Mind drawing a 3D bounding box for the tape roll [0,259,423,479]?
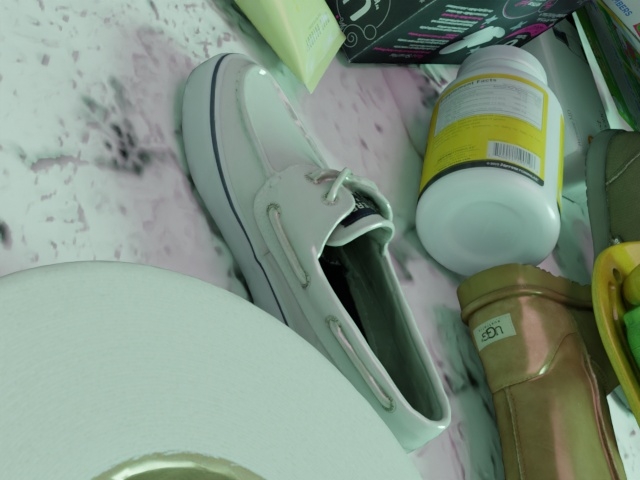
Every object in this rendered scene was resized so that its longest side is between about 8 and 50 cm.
[{"bbox_3d":[-0.058,0.197,0.478,0.392,0.072,0.392,32,43,-35],"label":"tape roll"}]

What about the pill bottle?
[{"bbox_3d":[0.131,-0.066,0.886,0.103,0.103,0.184,42,38,-24],"label":"pill bottle"}]

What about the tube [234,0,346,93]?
[{"bbox_3d":[-0.061,-0.215,0.794,0.070,0.062,0.240,-42,109,-14],"label":"tube"}]

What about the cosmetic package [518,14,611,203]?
[{"bbox_3d":[0.207,-0.160,1.091,0.099,0.060,0.239,16,53,-45],"label":"cosmetic package"}]

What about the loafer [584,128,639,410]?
[{"bbox_3d":[0.280,0.026,0.982,0.094,0.087,0.251,-6,88,-48],"label":"loafer"}]

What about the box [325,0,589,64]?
[{"bbox_3d":[0.102,-0.243,0.946,0.247,0.142,0.163,-12,74,-56],"label":"box"}]

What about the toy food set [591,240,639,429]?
[{"bbox_3d":[0.270,0.095,0.820,0.128,0.071,0.218,-23,89,-53],"label":"toy food set"}]

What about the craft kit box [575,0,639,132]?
[{"bbox_3d":[0.317,-0.146,1.086,0.250,0.061,0.246,53,7,-42],"label":"craft kit box"}]

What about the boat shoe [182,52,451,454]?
[{"bbox_3d":[0.000,0.000,0.682,0.096,0.088,0.267,4,62,-50],"label":"boat shoe"}]

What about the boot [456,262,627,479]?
[{"bbox_3d":[0.195,0.166,0.822,0.236,0.089,0.269,12,57,-39],"label":"boot"}]
